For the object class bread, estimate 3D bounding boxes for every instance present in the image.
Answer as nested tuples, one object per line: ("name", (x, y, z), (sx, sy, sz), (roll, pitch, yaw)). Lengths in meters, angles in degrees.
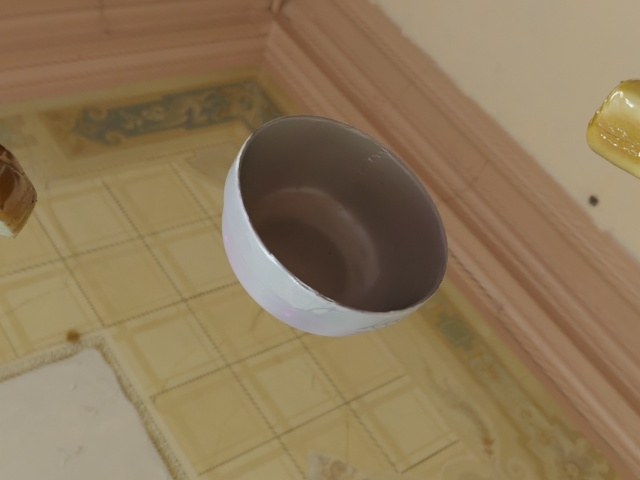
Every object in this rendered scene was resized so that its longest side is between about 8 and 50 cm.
("bread", (-0.427, -0.084, 0.972), (0.236, 0.236, 0.070), (26, -107, 1))
("bread", (0.515, -0.113, 1.160), (0.305, 0.142, 0.091), (37, -132, 22))

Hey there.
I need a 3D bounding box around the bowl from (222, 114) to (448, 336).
("bowl", (0.000, 0.000, 1.049), (0.287, 0.144, 0.287), (19, -134, -21))
